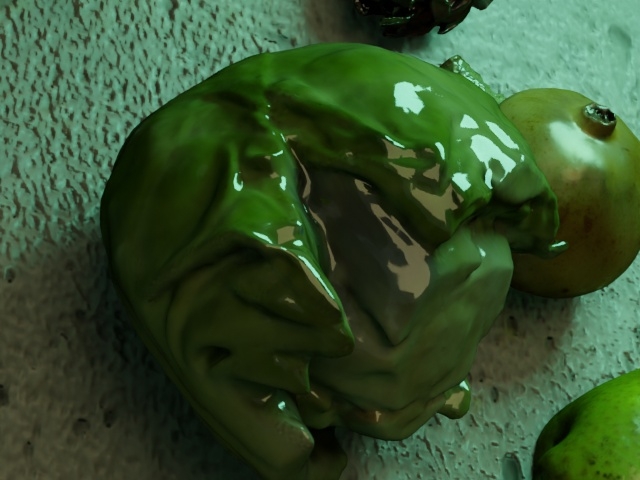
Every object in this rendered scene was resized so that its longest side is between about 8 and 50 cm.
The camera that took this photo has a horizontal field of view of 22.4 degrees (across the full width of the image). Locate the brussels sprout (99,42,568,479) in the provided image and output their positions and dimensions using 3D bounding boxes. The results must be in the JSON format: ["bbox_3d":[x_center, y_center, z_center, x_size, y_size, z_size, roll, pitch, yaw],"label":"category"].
[{"bbox_3d":[-0.014,-0.002,1.516,0.361,0.342,0.425,32,46,29],"label":"brussels sprout"}]

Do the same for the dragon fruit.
[{"bbox_3d":[0.117,-0.320,1.835,0.182,0.182,0.188,51,16,9],"label":"dragon fruit"}]

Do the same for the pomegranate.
[{"bbox_3d":[0.244,-0.046,1.709,0.233,0.233,0.233,10,60,-18],"label":"pomegranate"}]

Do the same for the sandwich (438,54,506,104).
[{"bbox_3d":[0.132,-0.136,1.788,0.244,0.088,0.090,-34,80,-34],"label":"sandwich"}]

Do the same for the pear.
[{"bbox_3d":[0.342,0.235,1.640,0.292,0.159,0.292,9,61,-16],"label":"pear"}]
